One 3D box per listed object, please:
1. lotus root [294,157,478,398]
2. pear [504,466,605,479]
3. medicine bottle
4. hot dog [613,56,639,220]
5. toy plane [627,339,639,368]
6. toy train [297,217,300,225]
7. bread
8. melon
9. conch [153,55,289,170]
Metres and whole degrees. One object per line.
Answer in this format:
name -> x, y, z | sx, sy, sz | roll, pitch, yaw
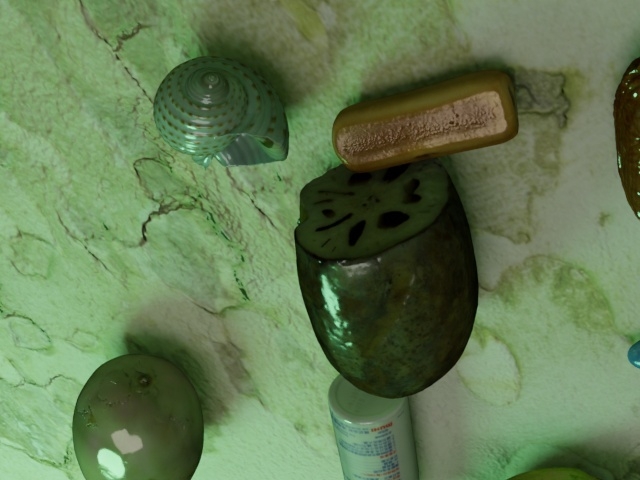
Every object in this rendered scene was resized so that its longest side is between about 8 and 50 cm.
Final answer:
lotus root -> 0.097, 0.067, 1.447 | 0.250, 0.250, 0.346 | 3, 137, 15
pear -> 0.381, 0.544, 1.708 | 0.390, 0.391, 0.391 | 9, 133, 9
medicine bottle -> 0.098, 0.365, 1.780 | 0.130, 0.130, 0.341 | 2, 131, 16
hot dog -> 0.442, -0.116, 1.241 | 0.196, 0.122, 0.272 | 1, 136, 19
toy plane -> 0.562, 0.154, 1.467 | 0.271, 0.105, 0.254 | -16, 139, 24
toy train -> 0.000, 0.000, 1.548 | 0.045, 0.029, 0.092 | -21, 122, 23
bread -> 0.131, -0.150, 1.335 | 0.239, 0.074, 0.093 | -10, 111, 26
melon -> -0.309, 0.327, 1.807 | 0.223, 0.223, 0.317 | 13, 137, 6
conch -> -0.128, -0.167, 1.366 | 0.172, 0.131, 0.200 | -2, 175, -7
